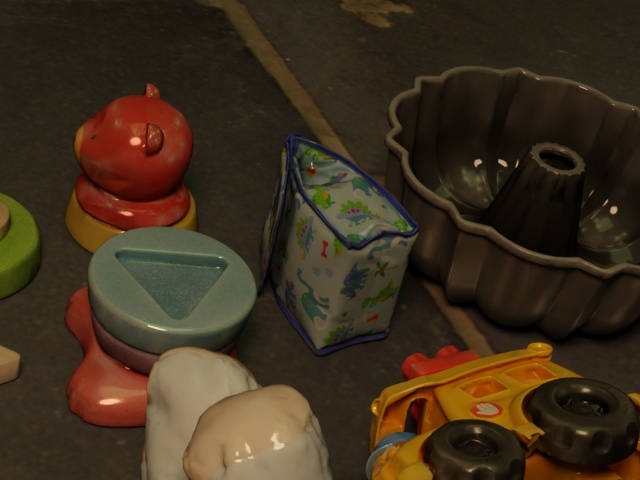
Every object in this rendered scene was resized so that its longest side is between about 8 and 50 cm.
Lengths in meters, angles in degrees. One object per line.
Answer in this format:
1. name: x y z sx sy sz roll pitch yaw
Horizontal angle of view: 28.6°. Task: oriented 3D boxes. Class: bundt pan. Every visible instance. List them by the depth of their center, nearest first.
1. bundt pan: 0.207 -0.031 1.196 0.331 0.124 0.331 9 38 -7

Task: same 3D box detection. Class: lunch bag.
1. lunch bag: 0.000 0.000 1.080 0.096 0.129 0.151 -11 44 -31

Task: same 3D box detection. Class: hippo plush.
1. hippo plush: -0.094 0.233 0.728 0.236 0.234 0.294 -28 94 -21

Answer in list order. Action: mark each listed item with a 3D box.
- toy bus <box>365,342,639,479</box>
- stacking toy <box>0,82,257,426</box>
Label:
1. toy bus: 0.106 0.155 0.916 0.220 0.149 0.211 -12 31 -28
2. stacking toy: -0.202 -0.003 1.011 0.279 0.130 0.309 -2 39 -23
